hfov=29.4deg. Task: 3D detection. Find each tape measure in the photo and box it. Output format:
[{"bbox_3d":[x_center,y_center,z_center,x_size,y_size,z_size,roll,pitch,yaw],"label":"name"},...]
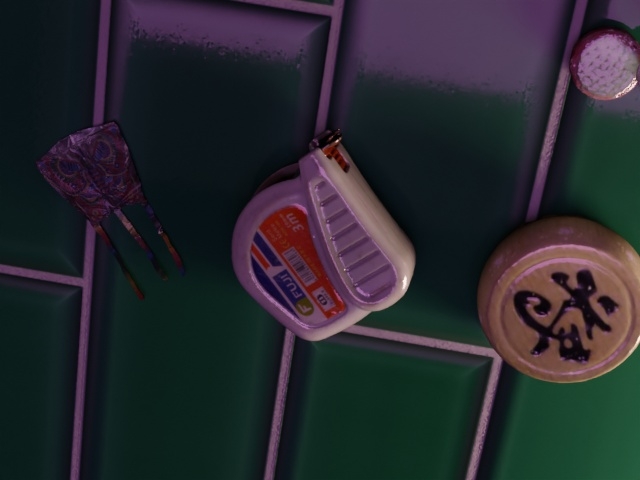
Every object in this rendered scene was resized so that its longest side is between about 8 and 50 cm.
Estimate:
[{"bbox_3d":[0.000,0.000,1.814,0.265,0.130,0.258,-31,105,24],"label":"tape measure"}]

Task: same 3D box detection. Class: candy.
[{"bbox_3d":[0.399,-0.247,1.702,0.103,0.043,0.103,2,112,4],"label":"candy"}]

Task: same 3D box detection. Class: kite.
[{"bbox_3d":[-0.313,-0.042,1.890,0.152,0.015,0.285,-23,107,19],"label":"kite"}]

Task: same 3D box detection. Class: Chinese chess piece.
[{"bbox_3d":[0.363,0.089,1.824,0.257,0.104,0.257,3,114,6],"label":"Chinese chess piece"}]

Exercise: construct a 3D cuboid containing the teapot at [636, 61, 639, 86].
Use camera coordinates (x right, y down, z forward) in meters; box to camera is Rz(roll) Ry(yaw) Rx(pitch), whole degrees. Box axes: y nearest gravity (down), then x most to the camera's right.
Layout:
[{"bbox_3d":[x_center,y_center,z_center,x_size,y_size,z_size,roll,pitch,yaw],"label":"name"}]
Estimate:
[{"bbox_3d":[0.532,-0.307,1.594,0.204,0.139,0.298,27,126,-24],"label":"teapot"}]
